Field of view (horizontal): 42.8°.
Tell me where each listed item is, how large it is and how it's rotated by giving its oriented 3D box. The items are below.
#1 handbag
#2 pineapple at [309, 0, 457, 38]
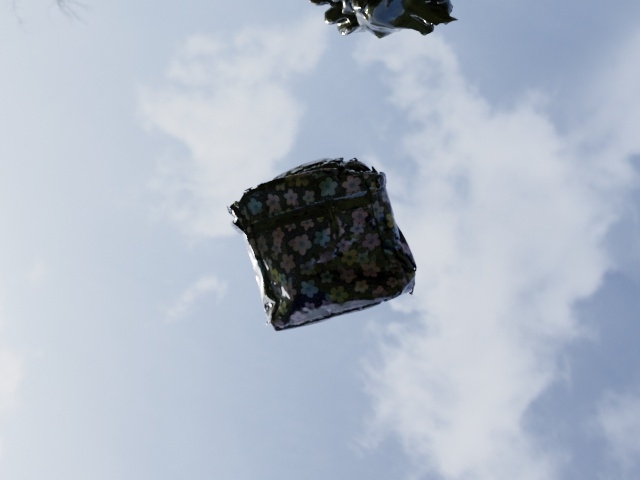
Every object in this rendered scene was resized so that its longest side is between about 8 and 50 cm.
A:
[{"bbox_3d":[0.000,0.000,1.068,0.229,0.127,0.207,-16,-88,20],"label":"handbag"},{"bbox_3d":[0.018,-0.326,0.814,0.223,0.223,0.357,-30,-103,8],"label":"pineapple"}]
